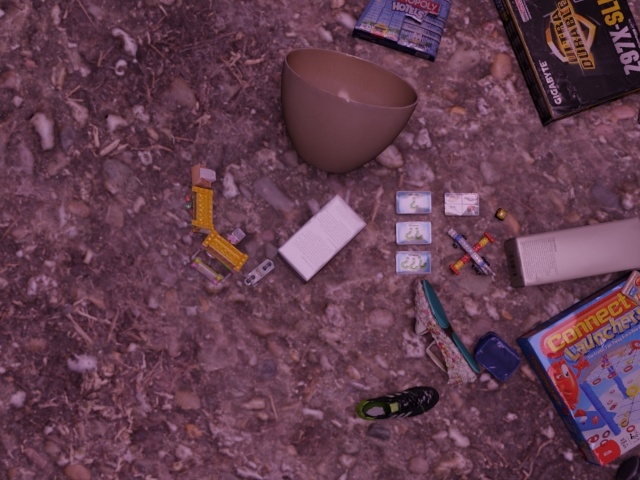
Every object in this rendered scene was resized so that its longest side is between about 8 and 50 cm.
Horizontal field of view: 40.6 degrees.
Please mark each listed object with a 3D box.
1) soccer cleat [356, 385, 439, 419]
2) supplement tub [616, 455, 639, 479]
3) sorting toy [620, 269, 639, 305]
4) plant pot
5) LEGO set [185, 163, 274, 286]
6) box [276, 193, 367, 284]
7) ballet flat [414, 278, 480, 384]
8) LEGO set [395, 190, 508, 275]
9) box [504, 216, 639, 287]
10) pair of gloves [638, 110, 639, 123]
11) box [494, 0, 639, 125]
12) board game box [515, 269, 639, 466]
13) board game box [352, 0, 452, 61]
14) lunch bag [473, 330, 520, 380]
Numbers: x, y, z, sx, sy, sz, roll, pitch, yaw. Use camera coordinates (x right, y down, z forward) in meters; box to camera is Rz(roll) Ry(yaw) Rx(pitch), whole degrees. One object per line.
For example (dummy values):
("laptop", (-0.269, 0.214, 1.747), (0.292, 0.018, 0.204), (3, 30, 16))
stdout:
("soccer cleat", (0.164, 0.344, 1.800), (0.178, 0.072, 0.060), (-11, 85, -5))
("supplement tub", (0.718, 0.532, 1.798), (0.197, 0.106, 0.106), (35, 83, 0))
("sorting toy", (0.671, 0.090, 1.801), (0.062, 0.012, 0.083), (34, 83, 1))
("plant pot", (0.038, -0.251, 1.781), (0.284, 0.284, 0.191), (18, 118, -1))
("LEGO set", (-0.230, -0.012, 1.821), (0.132, 0.107, 0.287), (-28, 80, -40))
("box", (0.000, 0.000, 1.798), (0.170, 0.130, 0.091), (-44, 89, -6))
("ballet flat", (0.246, 0.200, 1.820), (0.077, 0.091, 0.241), (-32, 82, 19))
("LEGO set", (0.284, -0.016, 1.856), (0.244, 0.060, 0.183), (0, 88, -4))
("box", (0.543, 0.027, 1.846), (0.275, 0.094, 0.113), (-8, 85, -5))
("pair of gloves", (0.753, -0.279, 1.933), (0.083, 0.010, 0.074), (22, 83, -2))
("box", (0.559, -0.446, 1.907), (0.257, 0.079, 0.322), (-19, 85, -7))
("board game box", (0.627, 0.264, 1.830), (0.308, 0.086, 0.302), (-30, 87, -6))
("board game box", (0.189, -0.517, 1.899), (0.194, 0.060, 0.194), (17, 84, -2))
("lunch bag", (0.369, 0.240, 1.829), (0.098, 0.065, 0.067), (43, 99, 1))
